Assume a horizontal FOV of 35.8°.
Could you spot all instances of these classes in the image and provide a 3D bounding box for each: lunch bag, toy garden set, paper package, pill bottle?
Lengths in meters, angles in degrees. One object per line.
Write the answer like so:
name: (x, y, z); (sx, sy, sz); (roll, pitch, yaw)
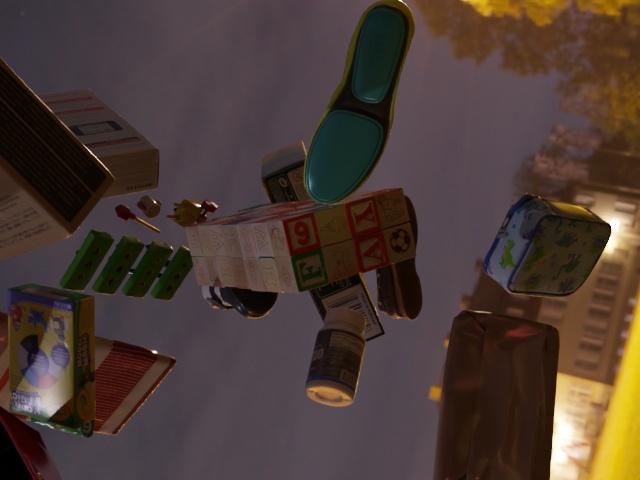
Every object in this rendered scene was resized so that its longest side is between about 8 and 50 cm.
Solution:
lunch bag: (0.402, 0.016, 1.765); (0.219, 0.090, 0.176); (5, -63, -38)
toy garden set: (-0.301, 0.000, 1.674); (0.244, 0.049, 0.203); (13, -64, -53)
paper package: (0.264, 0.324, 1.544); (0.324, 0.168, 0.309); (83, -163, -57)
pill bottle: (0.026, 0.177, 1.524); (0.078, 0.078, 0.137); (73, -154, -55)

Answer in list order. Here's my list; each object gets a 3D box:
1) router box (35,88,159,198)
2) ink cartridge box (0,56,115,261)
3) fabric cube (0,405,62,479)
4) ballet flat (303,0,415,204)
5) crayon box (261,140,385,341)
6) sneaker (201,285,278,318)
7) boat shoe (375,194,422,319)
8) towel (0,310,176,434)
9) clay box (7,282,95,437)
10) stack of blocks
router box: (-0.505, -0.163, 1.767); (0.336, 0.301, 0.082); (-14, -54, -33)
ink cartridge box: (-0.344, -0.074, 0.961); (0.193, 0.235, 0.088); (50, -131, -24)
fabric cube: (-0.452, 0.391, 1.282); (0.259, 0.254, 0.258); (-31, -18, -12)
ballet flat: (0.047, -0.147, 1.056); (0.077, 0.077, 0.231); (-60, -9, -67)
crayon box: (0.000, 0.000, 1.955); (0.313, 0.106, 0.362); (-99, -14, -77)
sneaker: (-0.183, 0.102, 2.118); (0.146, 0.123, 0.330); (-70, 26, 21)
boat shoe: (0.111, 0.026, 1.558); (0.073, 0.073, 0.206); (-21, -66, -43)
towel: (-0.436, 0.220, 1.624); (0.237, 0.329, 0.037); (-48, 38, 33)
clay box: (-0.395, 0.182, 1.456); (0.053, 0.127, 0.222); (-18, -66, -61)
stack of blocks: (-0.035, -0.001, 1.277); (0.171, 0.297, 0.087); (-17, -82, -29)
